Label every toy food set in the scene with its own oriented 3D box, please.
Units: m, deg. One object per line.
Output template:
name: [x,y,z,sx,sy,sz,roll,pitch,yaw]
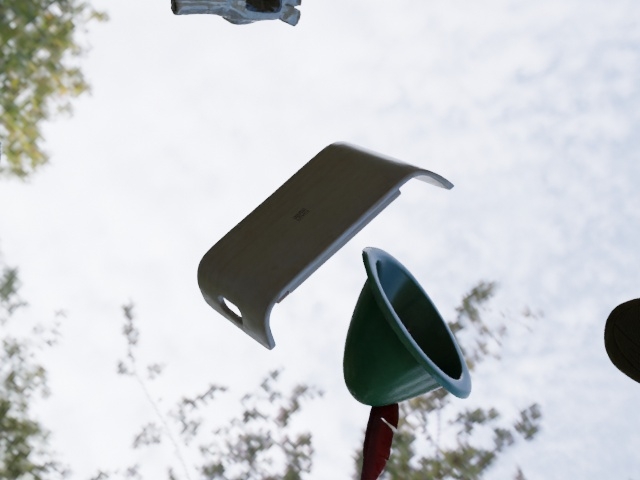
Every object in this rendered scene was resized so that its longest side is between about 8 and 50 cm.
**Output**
toy food set: [0.000,0.000,1.543,0.306,0.092,0.220,-43,-152,-11]

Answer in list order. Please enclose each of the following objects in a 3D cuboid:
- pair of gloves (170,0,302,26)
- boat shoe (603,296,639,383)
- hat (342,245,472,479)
pair of gloves: [-0.095,-0.388,1.498,0.042,0.204,0.240,9,-83,44]
boat shoe: [0.319,0.078,0.866,0.223,0.073,0.080,2,-87,31]
hat: [0.034,0.138,1.222,0.183,0.173,0.208,-37,-135,16]
